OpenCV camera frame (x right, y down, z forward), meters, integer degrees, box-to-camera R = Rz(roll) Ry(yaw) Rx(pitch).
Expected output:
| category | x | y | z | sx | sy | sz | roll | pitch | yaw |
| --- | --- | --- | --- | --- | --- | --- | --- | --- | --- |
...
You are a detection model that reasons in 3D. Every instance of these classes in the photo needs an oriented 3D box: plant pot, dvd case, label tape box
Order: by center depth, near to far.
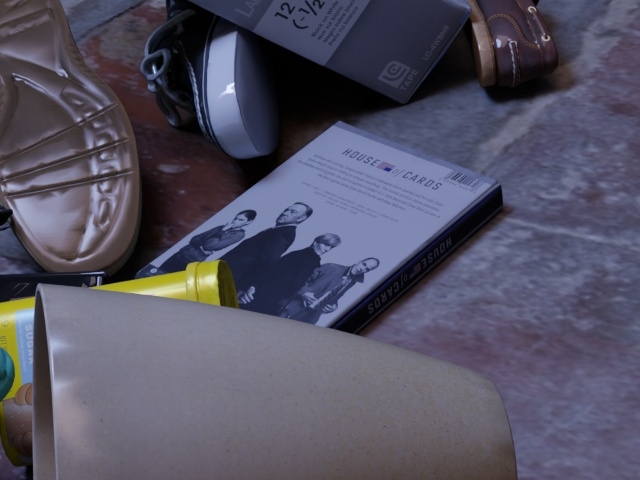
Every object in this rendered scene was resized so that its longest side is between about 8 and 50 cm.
| category | x | y | z | sx | sy | sz | roll | pitch | yaw |
| --- | --- | --- | --- | --- | --- | --- | --- | --- | --- |
| plant pot | -0.030 | 0.147 | 1.118 | 0.274 | 0.256 | 0.256 | -2 | 36 | -12 |
| dvd case | 0.000 | 0.000 | 1.447 | 0.179 | 0.029 | 0.239 | 24 | 50 | 39 |
| label tape box | -0.065 | -0.281 | 1.592 | 0.115 | 0.348 | 0.249 | -52 | 33 | 20 |

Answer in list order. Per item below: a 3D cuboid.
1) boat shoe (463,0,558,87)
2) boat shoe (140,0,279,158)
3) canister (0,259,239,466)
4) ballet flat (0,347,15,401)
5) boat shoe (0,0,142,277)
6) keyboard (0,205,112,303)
| category | x | y | z | sx | sy | sz | roll | pitch | yaw |
| --- | --- | --- | --- | --- | --- | --- | --- | --- | --- |
| boat shoe | 0.158 | -0.205 | 1.632 | 0.073 | 0.073 | 0.207 | -11 | 44 | 0 |
| boat shoe | -0.101 | -0.154 | 1.609 | 0.105 | 0.113 | 0.306 | -16 | 34 | 7 |
| canister | -0.141 | 0.089 | 1.305 | 0.170 | 0.126 | 0.073 | -10 | -7 | 8 |
| ballet flat | -0.281 | 0.128 | 1.288 | 0.247 | 0.087 | 0.083 | -36 | 28 | 50 |
| boat shoe | -0.226 | -0.087 | 1.565 | 0.122 | 0.110 | 0.341 | -15 | 55 | -10 |
| keyboard | -0.311 | 0.054 | 1.427 | 0.317 | 0.033 | 0.201 | -2 | 65 | 13 |
